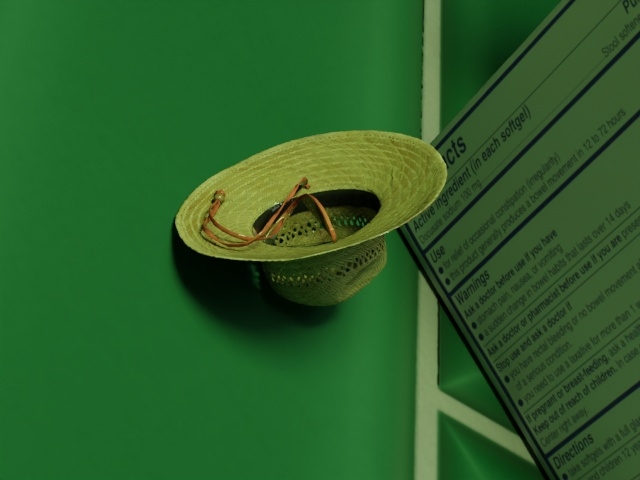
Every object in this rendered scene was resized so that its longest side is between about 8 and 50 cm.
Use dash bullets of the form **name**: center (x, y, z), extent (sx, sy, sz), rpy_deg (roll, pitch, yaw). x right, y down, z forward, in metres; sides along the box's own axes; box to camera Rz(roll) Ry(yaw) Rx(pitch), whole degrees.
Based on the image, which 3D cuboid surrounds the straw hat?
- **straw hat**: center (0.000, 0.000, 0.896), extent (0.144, 0.145, 0.061), rpy_deg (-60, 143, -55)

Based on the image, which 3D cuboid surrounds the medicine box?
- **medicine box**: center (0.216, 0.004, 0.938), extent (0.149, 0.263, 0.289), rpy_deg (-12, 65, -42)
